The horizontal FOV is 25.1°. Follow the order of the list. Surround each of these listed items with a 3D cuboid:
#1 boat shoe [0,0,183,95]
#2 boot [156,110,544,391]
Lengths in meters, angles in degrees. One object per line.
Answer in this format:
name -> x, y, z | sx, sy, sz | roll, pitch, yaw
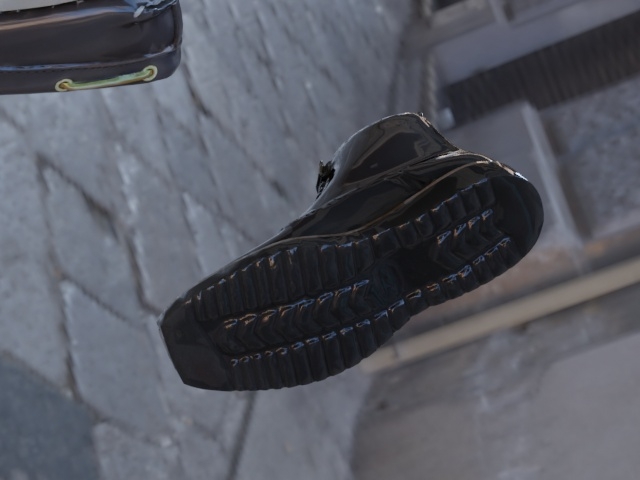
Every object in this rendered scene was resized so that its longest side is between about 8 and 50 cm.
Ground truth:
boat shoe -> -0.174, -0.091, 0.637 | 0.081, 0.227, 0.069 | -105, -171, -56
boot -> 0.000, 0.000, 0.751 | 0.137, 0.197, 0.077 | -131, -156, -59
